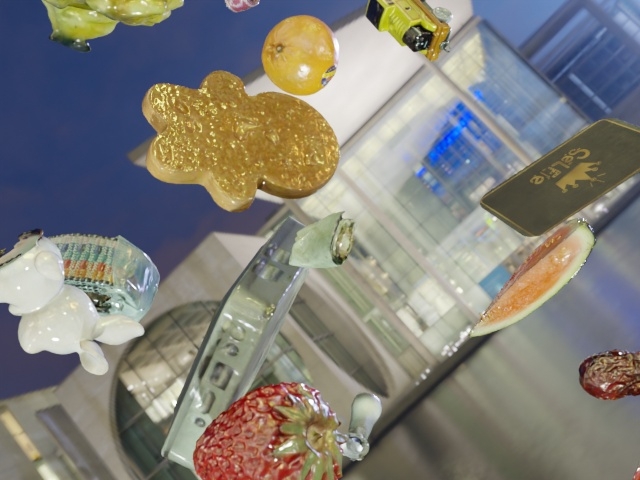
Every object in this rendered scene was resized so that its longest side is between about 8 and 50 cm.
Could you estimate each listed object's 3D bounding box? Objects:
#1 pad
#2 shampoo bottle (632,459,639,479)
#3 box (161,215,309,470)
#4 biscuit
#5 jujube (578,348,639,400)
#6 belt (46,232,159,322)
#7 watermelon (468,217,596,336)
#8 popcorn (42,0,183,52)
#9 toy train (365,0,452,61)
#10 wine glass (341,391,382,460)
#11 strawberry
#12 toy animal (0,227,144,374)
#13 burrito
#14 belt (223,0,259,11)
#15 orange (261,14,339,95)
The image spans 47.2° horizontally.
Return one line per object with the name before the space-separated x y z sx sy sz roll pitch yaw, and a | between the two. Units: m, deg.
pad | 0.519 -0.176 1.591 0.375 0.063 0.315 -33 28 -5
shampoo bottle | 0.692 0.414 1.459 0.314 0.076 0.118 -26 -60 -52
box | -0.145 0.184 1.383 0.396 0.111 0.396 -65 -3 26
biscuit | -0.134 -0.174 1.286 0.354 0.275 0.052 0 -25 -27
jujube | 0.601 0.271 1.465 0.165 0.104 0.104 -1 -10 6
belt | -0.469 0.088 1.525 0.207 0.257 0.150 105 171 -56
watermelon | 0.310 0.052 1.069 0.119 0.063 0.245 -2 -40 -50
popcorn | -0.304 -0.426 1.071 0.293 0.293 0.237 55 -132 -78
toy train | 0.180 -0.448 1.487 0.127 0.219 0.089 -20 -29 -27
wine glass | 0.086 0.392 1.559 0.072 0.072 0.155 -48 4 26
strawberry | -0.094 0.324 1.131 0.244 0.205 0.205 -23 1 33
toy animal | -0.222 0.054 0.616 0.085 0.124 0.071 -17 22 23
burrito | 0.000 0.003 1.026 0.118 0.044 0.074 -12 63 54
belt | -0.172 -0.515 1.274 0.053 0.232 0.071 -7 29 29
orange | -0.056 -0.509 2.025 0.193 0.219 0.219 -26 -19 -38
